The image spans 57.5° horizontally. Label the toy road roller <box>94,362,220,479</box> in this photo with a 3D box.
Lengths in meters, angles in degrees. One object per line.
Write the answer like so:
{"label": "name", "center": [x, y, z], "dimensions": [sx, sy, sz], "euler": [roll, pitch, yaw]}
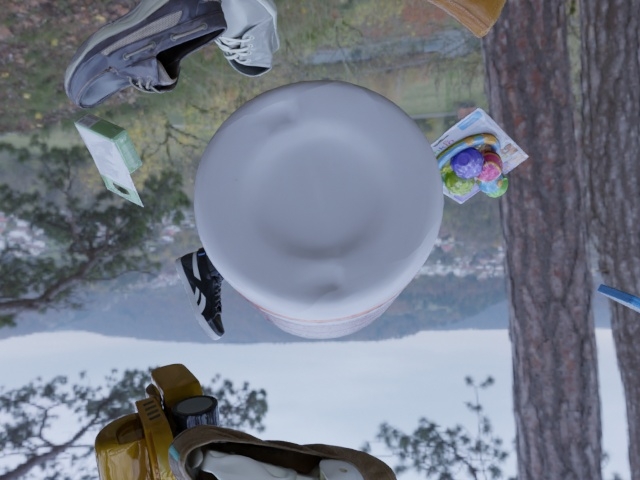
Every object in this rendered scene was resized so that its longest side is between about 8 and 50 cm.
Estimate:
{"label": "toy road roller", "center": [-0.349, 0.415, 1.228], "dimensions": [0.241, 0.202, 0.329], "euler": [-9, -169, -25]}

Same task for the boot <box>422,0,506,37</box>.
{"label": "boot", "center": [0.165, -0.408, 0.728], "dimensions": [0.211, 0.295, 0.104], "euler": [27, 158, -23]}

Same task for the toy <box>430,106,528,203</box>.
{"label": "toy", "center": [0.234, -0.104, 0.884], "dimensions": [0.137, 0.056, 0.237], "euler": [-36, 155, 24]}

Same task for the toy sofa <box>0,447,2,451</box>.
{"label": "toy sofa", "center": [-0.822, 0.520, 1.295], "dimensions": [0.150, 0.177, 0.362], "euler": [45, 171, -17]}

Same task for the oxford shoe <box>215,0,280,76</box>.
{"label": "oxford shoe", "center": [-0.184, -0.481, 1.328], "dimensions": [0.169, 0.130, 0.449], "euler": [19, 180, 5]}

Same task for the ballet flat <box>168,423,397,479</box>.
{"label": "ballet flat", "center": [-0.044, 0.332, 0.812], "dimensions": [0.343, 0.116, 0.124], "euler": [17, 166, -6]}

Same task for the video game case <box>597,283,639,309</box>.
{"label": "video game case", "center": [0.496, 0.113, 0.833], "dimensions": [0.166, 0.015, 0.119], "euler": [27, -175, 3]}

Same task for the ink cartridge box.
{"label": "ink cartridge box", "center": [-0.557, -0.217, 1.587], "dimensions": [0.171, 0.056, 0.235], "euler": [25, 147, 30]}

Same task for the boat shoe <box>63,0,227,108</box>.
{"label": "boat shoe", "center": [-0.321, -0.336, 1.063], "dimensions": [0.355, 0.130, 0.132], "euler": [-32, -179, 21]}

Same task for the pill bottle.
{"label": "pill bottle", "center": [0.000, 0.000, 0.690], "dimensions": [0.224, 0.224, 0.392], "euler": [-1, 166, 1]}

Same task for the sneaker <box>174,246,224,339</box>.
{"label": "sneaker", "center": [-0.248, 0.116, 1.377], "dimensions": [0.121, 0.216, 0.079], "euler": [-26, 176, 4]}
